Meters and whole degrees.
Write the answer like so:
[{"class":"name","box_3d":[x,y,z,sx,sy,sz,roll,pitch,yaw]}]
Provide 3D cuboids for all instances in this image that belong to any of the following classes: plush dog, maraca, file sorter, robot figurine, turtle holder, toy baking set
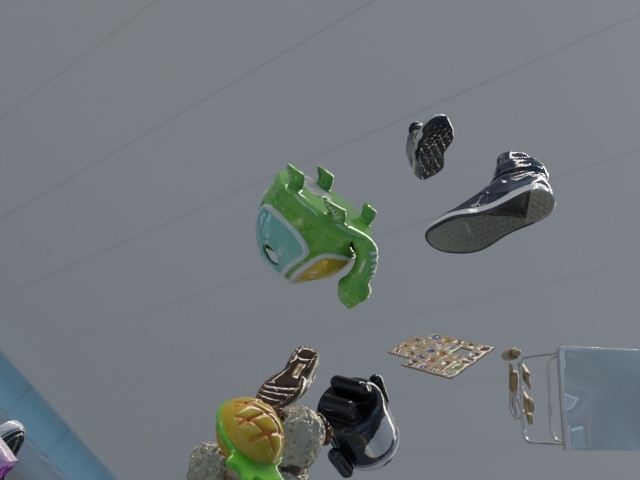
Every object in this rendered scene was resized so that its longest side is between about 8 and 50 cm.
[{"class":"plush dog","box_3d":[-0.081,0.408,1.356,0.211,0.225,0.262,30,4,41]},{"class":"maraca","box_3d":[-0.111,0.323,1.165,0.127,0.185,0.099,27,-69,-24]},{"class":"file sorter","box_3d":[0.568,0.323,1.477,0.278,0.192,0.173,5,-14,-15]},{"class":"robot figurine","box_3d":[0.096,0.450,1.793,0.209,0.173,0.278,-28,-51,-5]},{"class":"turtle holder","box_3d":[-0.002,-0.008,1.645,0.320,0.243,0.227,35,-72,-1]},{"class":"toy baking set","box_3d":[0.510,0.381,1.916,0.030,0.256,0.196,-8,-98,0]}]

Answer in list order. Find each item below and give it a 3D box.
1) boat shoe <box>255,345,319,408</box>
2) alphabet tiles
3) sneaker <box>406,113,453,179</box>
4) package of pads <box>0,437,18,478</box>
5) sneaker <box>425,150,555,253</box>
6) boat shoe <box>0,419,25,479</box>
[{"class":"boat shoe","box_3d":[-0.077,0.373,1.812,0.095,0.257,0.095,21,-53,24]},{"class":"alphabet tiles","box_3d":[0.304,0.299,1.926,0.237,0.198,0.009,7,-68,45]},{"class":"sneaker","box_3d":[0.203,-0.203,1.479,0.097,0.084,0.234,62,-9,18]},{"class":"package of pads","box_3d":[-0.325,0.192,0.676,0.083,0.050,0.032,45,-15,14]},{"class":"sneaker","box_3d":[0.292,-0.069,1.273,0.226,0.163,0.086,-21,-61,24]},{"class":"boat shoe","box_3d":[-0.542,0.398,1.159,0.076,0.228,0.080,32,-18,21]}]
